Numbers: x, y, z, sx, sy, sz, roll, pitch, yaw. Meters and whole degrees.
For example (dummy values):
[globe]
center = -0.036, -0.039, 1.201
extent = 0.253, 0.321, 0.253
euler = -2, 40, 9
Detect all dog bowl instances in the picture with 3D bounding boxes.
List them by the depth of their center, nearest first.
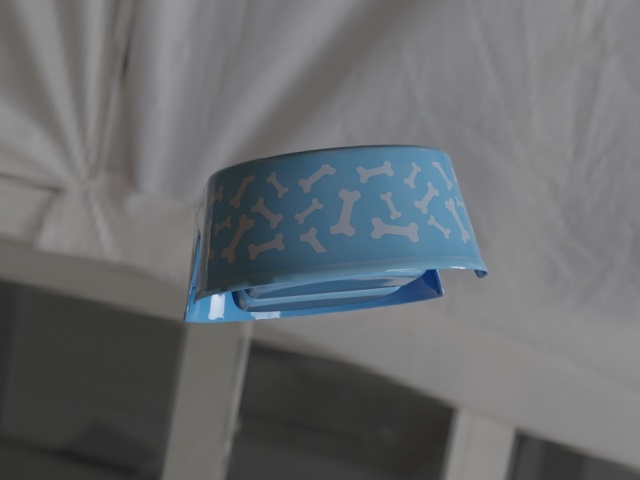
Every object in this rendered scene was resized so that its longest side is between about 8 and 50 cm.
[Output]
[dog bowl]
center = 0.000, 0.000, 1.128
extent = 0.166, 0.074, 0.297
euler = -5, 174, -7
